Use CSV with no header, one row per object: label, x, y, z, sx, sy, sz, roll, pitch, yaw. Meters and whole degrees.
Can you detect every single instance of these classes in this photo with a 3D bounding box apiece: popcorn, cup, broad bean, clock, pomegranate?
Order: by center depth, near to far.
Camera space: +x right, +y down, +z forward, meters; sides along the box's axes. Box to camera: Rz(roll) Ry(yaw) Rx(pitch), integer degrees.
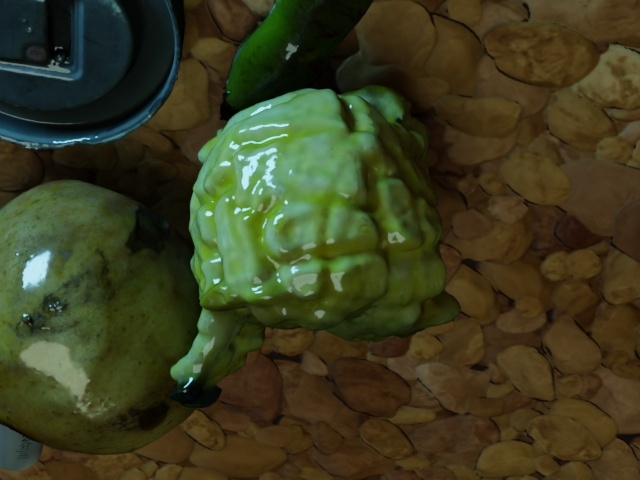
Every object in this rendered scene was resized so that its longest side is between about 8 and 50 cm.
broad bean,-0.008,-0.199,1.528,0.077,0.061,0.339,34,130,-6
clock,-0.259,-0.204,1.570,0.281,0.055,0.280,5,134,5
popcorn,-0.001,-0.009,1.579,0.293,0.237,0.293,-12,155,-6
pomegranate,-0.234,0.080,1.692,0.281,0.281,0.281,5,134,5
cup,-0.330,0.203,1.966,0.104,0.074,0.116,-10,142,-21
